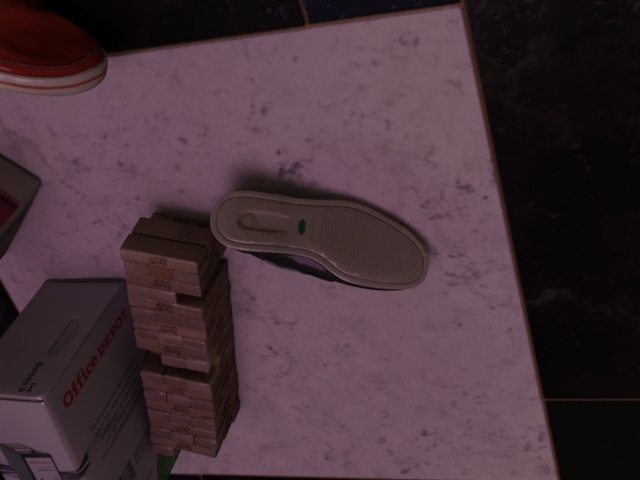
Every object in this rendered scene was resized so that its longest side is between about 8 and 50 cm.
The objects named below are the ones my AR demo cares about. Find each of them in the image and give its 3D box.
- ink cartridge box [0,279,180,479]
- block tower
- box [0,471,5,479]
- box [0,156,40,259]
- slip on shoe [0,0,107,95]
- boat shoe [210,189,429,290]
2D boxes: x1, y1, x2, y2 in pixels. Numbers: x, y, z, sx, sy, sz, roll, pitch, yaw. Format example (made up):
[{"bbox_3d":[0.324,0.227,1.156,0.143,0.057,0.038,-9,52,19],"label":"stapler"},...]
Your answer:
[{"bbox_3d":[-0.290,0.218,1.264,0.122,0.211,0.289,1,127,20],"label":"ink cartridge box"},{"bbox_3d":[-0.158,0.119,1.217,0.097,0.091,0.335,11,131,11],"label":"block tower"},{"bbox_3d":[-0.636,0.423,1.396,0.472,0.297,0.479,9,136,-9],"label":"box"},{"bbox_3d":[-0.433,0.012,1.125,0.127,0.232,0.148,33,130,-9],"label":"box"},{"bbox_3d":[-0.348,-0.245,0.969,0.331,0.123,0.101,33,130,-3],"label":"slip on shoe"},{"bbox_3d":[0.000,0.000,1.092,0.233,0.084,0.079,14,169,-2],"label":"boat shoe"}]
